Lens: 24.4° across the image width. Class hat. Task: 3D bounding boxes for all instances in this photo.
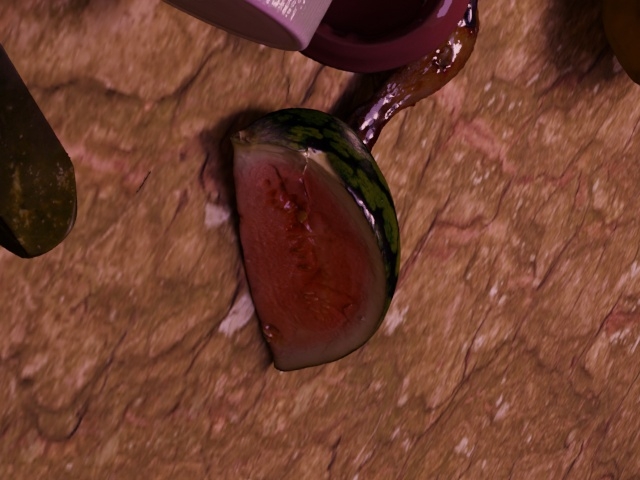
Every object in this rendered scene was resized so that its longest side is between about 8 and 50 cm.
[{"bbox_3d":[0.038,-0.252,1.346,0.089,0.205,0.205,-75,180,-80],"label":"hat"}]

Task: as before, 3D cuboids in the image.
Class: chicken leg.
[{"bbox_3d":[0.095,-0.240,1.488,0.177,0.083,0.322,-12,116,-36],"label":"chicken leg"}]

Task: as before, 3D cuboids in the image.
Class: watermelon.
[{"bbox_3d":[0.022,0.010,1.450,0.159,0.128,0.303,-27,134,-22],"label":"watermelon"}]

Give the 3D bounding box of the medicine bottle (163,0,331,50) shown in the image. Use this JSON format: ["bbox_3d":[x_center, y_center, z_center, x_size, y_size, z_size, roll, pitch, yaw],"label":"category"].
[{"bbox_3d":[-0.035,-0.323,1.149,0.241,0.241,0.302,30,84,-52],"label":"medicine bottle"}]

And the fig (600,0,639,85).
[{"bbox_3d":[0.491,-0.300,1.738,0.343,0.343,0.343,-25,126,-40],"label":"fig"}]

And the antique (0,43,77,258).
[{"bbox_3d":[-0.260,-0.080,1.141,0.080,0.081,0.221,-48,139,-20],"label":"antique"}]
